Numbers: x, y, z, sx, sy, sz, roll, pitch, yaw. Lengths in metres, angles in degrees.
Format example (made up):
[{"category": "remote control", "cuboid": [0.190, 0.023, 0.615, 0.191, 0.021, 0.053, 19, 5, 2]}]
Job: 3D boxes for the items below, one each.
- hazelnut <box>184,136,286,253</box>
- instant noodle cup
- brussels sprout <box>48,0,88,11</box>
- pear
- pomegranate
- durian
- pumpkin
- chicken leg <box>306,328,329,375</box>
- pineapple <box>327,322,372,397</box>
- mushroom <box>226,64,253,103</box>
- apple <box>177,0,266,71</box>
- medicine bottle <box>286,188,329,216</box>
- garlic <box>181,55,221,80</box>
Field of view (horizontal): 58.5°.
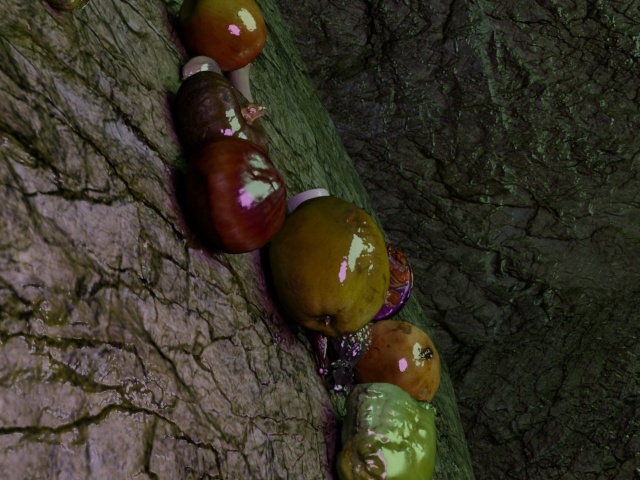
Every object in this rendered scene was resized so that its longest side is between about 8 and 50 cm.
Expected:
[{"category": "hazelnut", "cuboid": [-0.147, -0.081, 0.994, 0.204, 0.177, 0.178, 69, 13, 7]}, {"category": "instant noodle cup", "cuboid": [0.159, 0.139, 1.736, 0.190, 0.251, 0.251, 57, 14, -71]}, {"category": "brussels sprout", "cuboid": [-0.376, -0.366, 0.849, 0.051, 0.046, 0.083, 57, 6, -24]}, {"category": "pear", "cuboid": [0.020, 0.050, 1.237, 0.269, 0.268, 0.322, 53, 28, -45]}, {"category": "pomegranate", "cuboid": [0.203, 0.341, 1.553, 0.261, 0.260, 0.260, 60, 15, -27]}, {"category": "durian", "cuboid": [0.135, 0.445, 1.228, 0.256, 0.204, 0.340, 47, 29, -20]}, {"category": "pumpkin", "cuboid": [-0.180, -0.224, 1.127, 0.219, 0.162, 0.219, 61, 10, -19]}, {"category": "chicken leg", "cuboid": [-0.012, 0.204, 1.319, 0.093, 0.053, 0.205, -17, 76, -54]}, {"category": "pineapple", "cuboid": [0.063, 0.278, 1.385, 0.125, 0.125, 0.251, 63, 18, -17]}, {"category": "mushroom", "cuboid": [-0.206, -0.395, 1.519, 0.084, 0.071, 0.209, 110, -32, -65]}, {"category": "apple", "cuboid": [-0.229, -0.492, 1.312, 0.196, 0.195, 0.196, 60, 15, -27]}, {"category": "medicine bottle", "cuboid": [0.000, 0.000, 1.509, 0.252, 0.144, 0.144, 69, 13, 16]}, {"category": "garlic", "cuboid": [-0.257, -0.367, 1.258, 0.152, 0.066, 0.084, 32, 39, -72]}]
